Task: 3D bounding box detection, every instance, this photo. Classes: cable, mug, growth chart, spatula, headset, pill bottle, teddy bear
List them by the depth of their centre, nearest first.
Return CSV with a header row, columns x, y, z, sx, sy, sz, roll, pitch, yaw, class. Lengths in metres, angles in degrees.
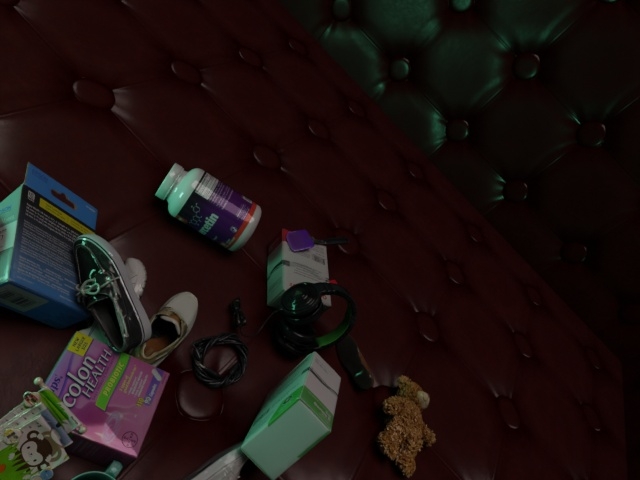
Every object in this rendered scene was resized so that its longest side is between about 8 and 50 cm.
x,y,z,sx,sy,sz,roll,pitch,yaw,class
-0.585,0.410,0.996,0.237,0.021,0.172,-45,105,-16,growth chart
-0.472,0.547,1.041,0.157,0.097,0.130,-9,63,-48,mug
-0.276,0.340,1.457,0.184,0.047,0.151,0,57,-44,cable
-0.081,0.234,1.617,0.393,0.244,0.185,-1,30,-23,headset
-0.367,-0.113,1.672,0.322,0.181,0.182,32,39,-17,pill bottle
0.294,0.611,1.703,0.245,0.113,0.338,53,38,5,teddy bear
0.000,0.000,1.859,0.296,0.030,0.084,1,51,-45,spatula

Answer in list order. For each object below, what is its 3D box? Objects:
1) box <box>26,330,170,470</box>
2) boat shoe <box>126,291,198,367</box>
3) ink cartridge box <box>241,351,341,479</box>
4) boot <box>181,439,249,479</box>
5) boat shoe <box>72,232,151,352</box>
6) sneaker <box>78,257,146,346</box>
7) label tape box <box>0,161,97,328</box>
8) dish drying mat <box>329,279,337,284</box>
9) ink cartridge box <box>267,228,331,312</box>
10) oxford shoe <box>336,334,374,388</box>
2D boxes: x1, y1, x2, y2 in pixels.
x,y,z,sx,sy,sz,roll,pitch,yaw,class
-0.506,0.366,1.158,0.243,0.117,0.214,31,40,-18,box
-0.409,0.239,1.375,0.113,0.103,0.302,38,38,-11,boat shoe
-0.065,0.449,1.347,0.121,0.211,0.289,45,13,-2,ink cartridge box
-0.237,0.596,1.243,0.258,0.095,0.123,-21,82,-46,boot
-0.521,0.124,1.208,0.306,0.113,0.105,64,23,3,boat shoe
-0.540,0.158,1.328,0.129,0.111,0.297,22,43,-22,sneaker
-0.675,0.016,1.241,0.241,0.105,0.334,52,20,-54,label tape box
0.034,0.168,1.940,0.083,0.008,0.032,-4,59,-45,dish drying mat
-0.078,0.121,1.789,0.196,0.114,0.273,23,42,-28,ink cartridge box
0.119,0.418,1.762,0.212,0.076,0.076,63,10,24,oxford shoe
